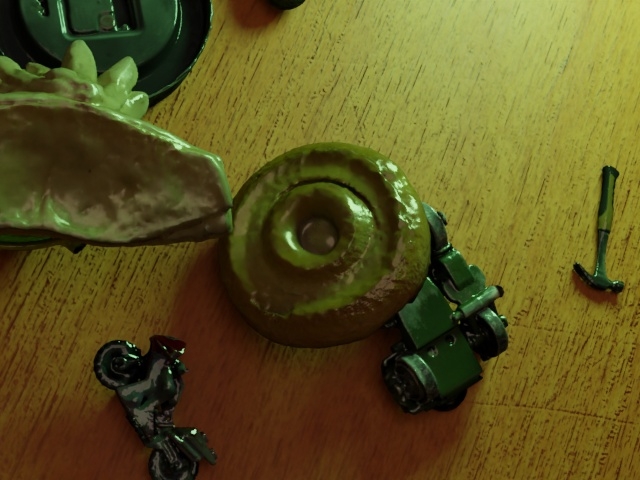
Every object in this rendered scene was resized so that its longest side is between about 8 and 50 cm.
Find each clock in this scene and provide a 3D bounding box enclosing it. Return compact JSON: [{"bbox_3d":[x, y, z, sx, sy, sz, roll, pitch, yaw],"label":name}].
[{"bbox_3d":[-0.317,-0.329,1.811,0.325,0.067,0.325,4,70,-13],"label":"clock"}]

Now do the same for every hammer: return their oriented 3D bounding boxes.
[{"bbox_3d":[0.425,-0.021,1.920,0.078,0.021,0.201,13,69,-10],"label":"hammer"}]

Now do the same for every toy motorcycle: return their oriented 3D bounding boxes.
[{"bbox_3d":[0.145,0.100,1.760,0.205,0.127,0.275,-30,88,-20],"label":"toy motorcycle"},{"bbox_3d":[-0.202,0.213,1.652,0.122,0.082,0.213,-28,89,-11],"label":"toy motorcycle"}]

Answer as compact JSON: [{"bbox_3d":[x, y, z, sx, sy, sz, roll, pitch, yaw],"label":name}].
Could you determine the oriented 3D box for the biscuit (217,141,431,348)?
[{"bbox_3d":[0.000,0.000,1.703,0.296,0.102,0.296,-7,63,14],"label":"biscuit"}]

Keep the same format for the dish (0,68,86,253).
[{"bbox_3d":[-0.403,-0.088,1.685,0.221,0.108,0.262,-6,74,-18],"label":"dish"}]

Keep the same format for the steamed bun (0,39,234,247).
[{"bbox_3d":[-0.329,-0.125,1.585,0.428,0.189,0.247,1,101,-16],"label":"steamed bun"}]

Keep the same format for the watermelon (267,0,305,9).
[{"bbox_3d":[-0.056,-0.396,1.896,0.078,0.078,0.110,-10,73,-17],"label":"watermelon"}]
